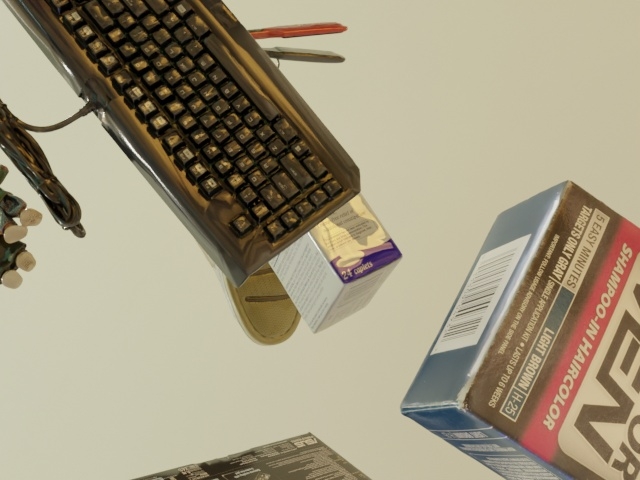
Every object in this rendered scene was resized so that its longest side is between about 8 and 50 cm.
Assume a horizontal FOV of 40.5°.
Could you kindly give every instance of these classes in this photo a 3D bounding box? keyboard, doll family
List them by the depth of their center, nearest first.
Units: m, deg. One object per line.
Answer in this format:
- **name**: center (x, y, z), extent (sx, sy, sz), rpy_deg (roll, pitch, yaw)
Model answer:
- **keyboard**: center (-0.137, -0.104, 0.582), extent (0.201, 0.033, 0.317), rpy_deg (-38, -97, -17)
- **doll family**: center (-0.324, 0.024, 0.763), extent (0.111, 0.076, 0.193), rpy_deg (28, -108, 25)

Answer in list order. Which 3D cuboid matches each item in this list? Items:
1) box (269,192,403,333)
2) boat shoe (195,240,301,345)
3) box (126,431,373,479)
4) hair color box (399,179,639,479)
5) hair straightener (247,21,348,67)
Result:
- **box**: center (0.000, 0.000, 0.845), extent (0.072, 0.126, 0.137), rpy_deg (-25, -107, -25)
- **boat shoe**: center (-0.100, -0.013, 1.097), extent (0.103, 0.113, 0.303), rpy_deg (-29, -106, 62)
- **box**: center (-0.028, 0.302, 0.836), extent (0.242, 0.307, 0.077), rpy_deg (31, -73, 33)
- **hair color box**: center (0.248, 0.130, 0.592), extent (0.174, 0.347, 0.105), rpy_deg (-60, -172, -19)
- **hair straightener**: center (-0.073, -0.229, 1.116), extent (0.047, 0.230, 0.089), rpy_deg (-138, -137, -56)
